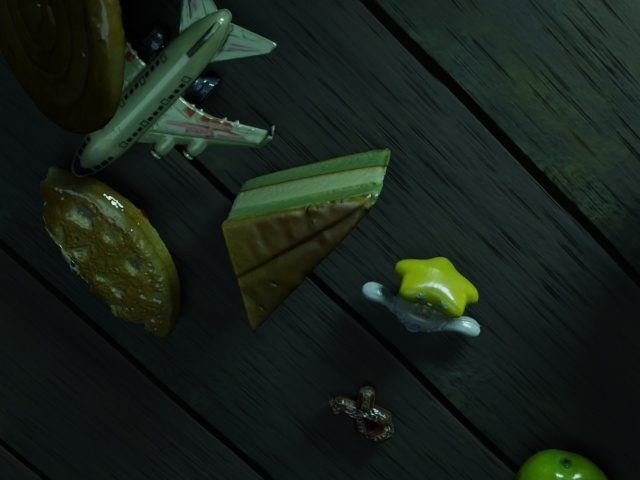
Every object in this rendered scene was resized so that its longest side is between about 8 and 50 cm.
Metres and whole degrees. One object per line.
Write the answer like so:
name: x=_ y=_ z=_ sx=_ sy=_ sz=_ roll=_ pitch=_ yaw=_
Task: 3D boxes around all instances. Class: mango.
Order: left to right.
mango: x=0.301 y=0.318 z=1.286 sx=0.117 sy=0.089 sz=0.163 roll=-33 pitch=120 yaw=21

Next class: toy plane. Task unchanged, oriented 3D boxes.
toy plane: x=-0.173 y=-0.156 z=1.107 sx=0.242 sy=0.104 sz=0.256 roll=42 pitch=122 yaw=-15

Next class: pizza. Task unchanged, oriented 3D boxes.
pizza: x=-0.237 y=0.009 z=1.252 sx=0.127 sy=0.058 sz=0.246 roll=-33 pitch=109 yaw=28

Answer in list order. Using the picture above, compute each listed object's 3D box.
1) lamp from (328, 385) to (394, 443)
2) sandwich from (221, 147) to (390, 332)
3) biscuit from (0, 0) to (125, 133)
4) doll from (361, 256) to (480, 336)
lamp: x=0.056 y=0.220 z=1.321 sx=0.063 sy=0.031 sz=0.083 roll=-24 pitch=116 yaw=27
sandwich: x=0.000 y=0.000 z=1.150 sx=0.187 sy=0.117 sz=0.144 roll=-10 pitch=120 yaw=19
biscuit: x=-0.268 y=-0.229 z=1.041 sx=0.262 sy=0.037 sz=0.262 roll=32 pitch=132 yaw=42
doll: x=0.112 y=0.064 z=1.198 sx=0.135 sy=0.072 sz=0.113 roll=6 pitch=141 yaw=19
